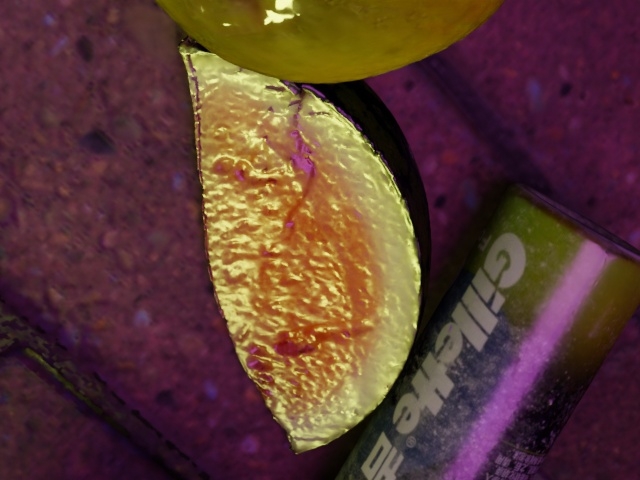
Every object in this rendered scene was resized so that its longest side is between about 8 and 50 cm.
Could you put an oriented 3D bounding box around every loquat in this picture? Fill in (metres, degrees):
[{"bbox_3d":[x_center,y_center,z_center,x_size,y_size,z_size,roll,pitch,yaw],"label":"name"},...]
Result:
[{"bbox_3d":[0.011,-0.176,0.708,0.246,0.213,0.213,-9,115,-49],"label":"loquat"}]

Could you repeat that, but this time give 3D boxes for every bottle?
[{"bbox_3d":[0.060,0.132,0.886,0.093,0.093,0.330,26,98,-25],"label":"bottle"}]

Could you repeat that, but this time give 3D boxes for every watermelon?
[{"bbox_3d":[-0.002,-0.002,0.843,0.119,0.063,0.245,-11,118,5],"label":"watermelon"}]
